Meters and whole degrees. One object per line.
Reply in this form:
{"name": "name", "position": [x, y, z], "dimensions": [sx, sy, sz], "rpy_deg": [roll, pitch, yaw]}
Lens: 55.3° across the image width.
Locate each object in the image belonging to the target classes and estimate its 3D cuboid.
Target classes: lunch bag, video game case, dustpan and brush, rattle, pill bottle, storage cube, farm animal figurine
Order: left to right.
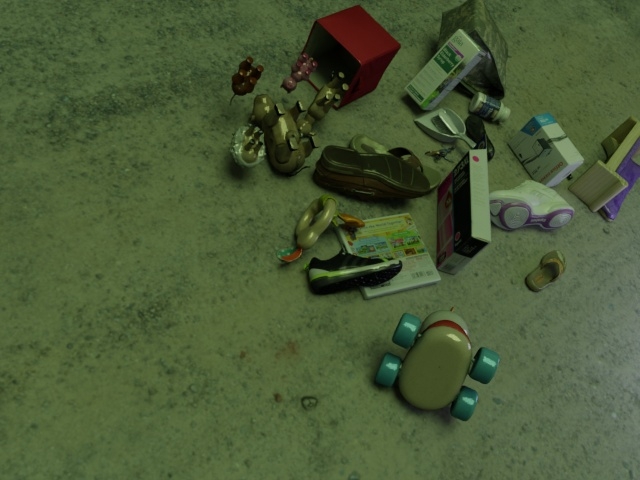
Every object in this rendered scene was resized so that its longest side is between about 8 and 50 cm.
{"name": "farm animal figurine", "position": [-0.092, -0.315, 1.583], "dimensions": [0.331, 0.172, 0.326], "rpy_deg": [5, 70, -30]}
{"name": "rattle", "position": [0.000, 0.000, 1.473], "dimensions": [0.143, 0.130, 0.199], "rpy_deg": [45, 57, -39]}
{"name": "storage cube", "position": [0.080, -0.531, 1.768], "dimensions": [0.215, 0.183, 0.193], "rpy_deg": [47, 52, 10]}
{"name": "video game case", "position": [0.171, 0.035, 1.551], "dimensions": [0.227, 0.026, 0.206], "rpy_deg": [-10, 65, -27]}
{"name": "dustpan and brush", "position": [0.405, -0.330, 1.856], "dimensions": [0.147, 0.060, 0.211], "rpy_deg": [-29, 74, -34]}
{"name": "lunch bag", "position": [0.518, -0.613, 2.008], "dimensions": [0.287, 0.169, 0.235], "rpy_deg": [45, 43, -31]}
{"name": "pill bottle", "position": [0.548, -0.426, 1.973], "dimensions": [0.120, 0.067, 0.067], "rpy_deg": [21, 54, -9]}

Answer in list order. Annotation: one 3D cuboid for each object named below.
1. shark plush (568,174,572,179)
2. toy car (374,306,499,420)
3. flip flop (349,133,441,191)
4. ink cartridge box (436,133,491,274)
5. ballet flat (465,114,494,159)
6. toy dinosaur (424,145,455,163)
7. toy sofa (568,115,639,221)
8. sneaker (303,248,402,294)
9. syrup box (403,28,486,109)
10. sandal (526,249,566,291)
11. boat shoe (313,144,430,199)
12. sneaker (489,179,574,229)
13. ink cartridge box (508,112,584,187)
{"name": "shark plush", "position": [0.780, -0.276, 1.989], "dimensions": [0.161, 0.073, 0.067], "rpy_deg": [50, 24, 17]}
{"name": "toy car", "position": [0.271, 0.247, 1.393], "dimensions": [0.219, 0.210, 0.238], "rpy_deg": [23, 24, 8]}
{"name": "flip flop", "position": [0.212, -0.222, 1.694], "dimensions": [0.277, 0.080, 0.112], "rpy_deg": [30, 53, -3]}
{"name": "ink cartridge box", "position": [0.381, -0.107, 1.634], "dimensions": [0.069, 0.175, 0.370], "rpy_deg": [18, 54, -11]}
{"name": "ballet flat", "position": [0.495, -0.323, 1.910], "dimensions": [0.058, 0.049, 0.173], "rpy_deg": [-17, 59, 5]}
{"name": "toy dinosaur", "position": [0.368, -0.268, 1.817], "dimensions": [0.090, 0.047, 0.082], "rpy_deg": [28, 34, 8]}
{"name": "toy sofa", "position": [0.979, -0.237, 1.987], "dimensions": [0.177, 0.150, 0.362], "rpy_deg": [43, 53, 8]}
{"name": "sneaker", "position": [0.077, 0.055, 1.438], "dimensions": [0.235, 0.084, 0.097], "rpy_deg": [-9, 62, -13]}
{"name": "syrup box", "position": [0.375, -0.510, 1.839], "dimensions": [0.093, 0.237, 0.096], "rpy_deg": [50, 27, 11]}
{"name": "sandal", "position": [0.641, 0.082, 1.706], "dimensions": [0.180, 0.049, 0.072], "rpy_deg": [-31, 76, -35]}
{"name": "boat shoe", "position": [0.133, -0.165, 1.615], "dimensions": [0.308, 0.104, 0.110], "rpy_deg": [16, 46, -12]}
{"name": "sneaker", "position": [0.587, -0.110, 1.784], "dimensions": [0.305, 0.114, 0.152], "rpy_deg": [5, 44, -25]}
{"name": "ink cartridge box", "position": [0.699, -0.277, 1.898], "dimensions": [0.082, 0.139, 0.190], "rpy_deg": [-15, 67, -31]}
